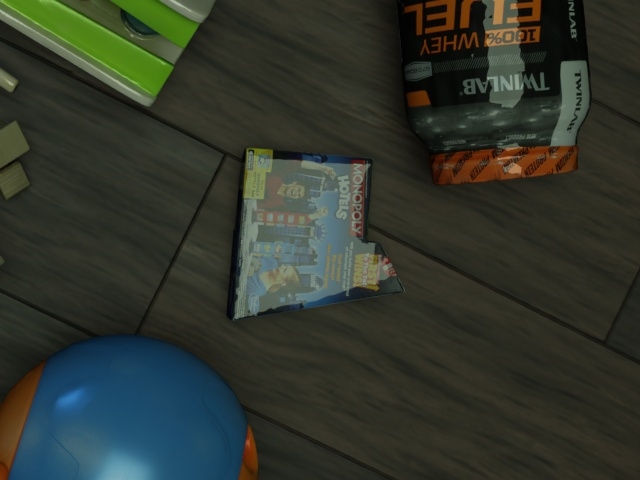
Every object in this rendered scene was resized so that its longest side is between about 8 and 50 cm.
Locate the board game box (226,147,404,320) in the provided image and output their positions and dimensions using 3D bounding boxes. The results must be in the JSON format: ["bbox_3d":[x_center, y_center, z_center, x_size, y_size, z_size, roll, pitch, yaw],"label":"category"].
[{"bbox_3d":[0.000,0.000,1.907,0.194,0.060,0.194,5,91,-10],"label":"board game box"}]

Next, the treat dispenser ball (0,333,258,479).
[{"bbox_3d":[-0.207,0.242,1.766,0.288,0.288,0.288,0,92,-9],"label":"treat dispenser ball"}]

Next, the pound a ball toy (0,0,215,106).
[{"bbox_3d":[-0.300,-0.261,1.832,0.319,0.136,0.208,31,112,-9],"label":"pound a ball toy"}]

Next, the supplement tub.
[{"bbox_3d":[0.187,-0.236,1.854,0.207,0.207,0.338,-7,93,-9],"label":"supplement tub"}]

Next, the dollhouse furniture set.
[{"bbox_3d":[-0.347,-0.011,1.820,0.161,0.101,0.182,-37,118,-26],"label":"dollhouse furniture set"}]
